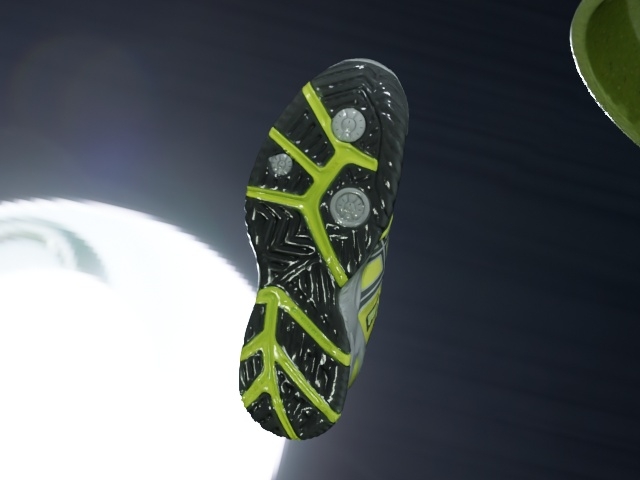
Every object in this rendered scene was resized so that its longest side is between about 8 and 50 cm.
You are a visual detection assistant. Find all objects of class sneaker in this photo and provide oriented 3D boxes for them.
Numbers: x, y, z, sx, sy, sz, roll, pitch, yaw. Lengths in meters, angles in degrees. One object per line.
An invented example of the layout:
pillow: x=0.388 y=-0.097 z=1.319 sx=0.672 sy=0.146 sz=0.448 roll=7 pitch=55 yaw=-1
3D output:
sneaker: x=0.000 y=0.000 z=1.653 sx=0.147 sy=0.145 sz=0.384 roll=-51 pitch=-23 yaw=-70

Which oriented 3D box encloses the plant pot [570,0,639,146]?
plant pot: x=0.355 y=-0.182 z=1.147 sx=0.254 sy=0.276 sz=0.276 roll=-56 pitch=0 yaw=-17
